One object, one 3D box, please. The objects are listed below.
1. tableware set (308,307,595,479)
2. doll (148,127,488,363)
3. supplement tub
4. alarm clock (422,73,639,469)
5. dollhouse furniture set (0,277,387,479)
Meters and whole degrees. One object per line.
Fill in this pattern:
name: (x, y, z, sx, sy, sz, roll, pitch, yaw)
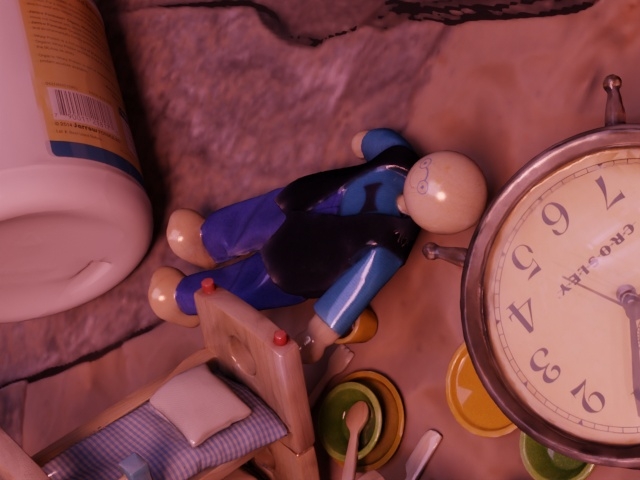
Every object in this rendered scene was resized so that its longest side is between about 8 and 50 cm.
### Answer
tableware set: (0.050, 0.080, 0.574, 0.154, 0.024, 0.104, 39, 104, 38)
doll: (0.000, 0.000, 0.607, 0.189, 0.046, 0.129, -17, 47, 38)
supplement tub: (-0.183, -0.069, 0.720, 0.144, 0.144, 0.200, -33, 60, 28)
alarm clock: (0.134, 0.038, 0.488, 0.129, 0.064, 0.192, -43, 59, 14)
dollhouse furniture set: (-0.031, 0.129, 0.524, 0.183, 0.129, 0.129, 32, 143, 40)
